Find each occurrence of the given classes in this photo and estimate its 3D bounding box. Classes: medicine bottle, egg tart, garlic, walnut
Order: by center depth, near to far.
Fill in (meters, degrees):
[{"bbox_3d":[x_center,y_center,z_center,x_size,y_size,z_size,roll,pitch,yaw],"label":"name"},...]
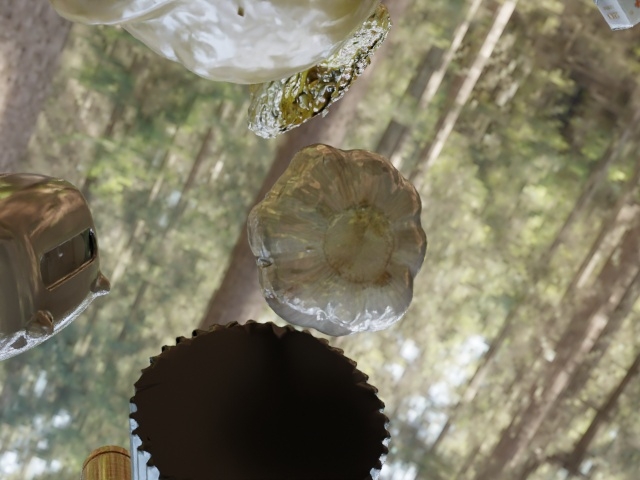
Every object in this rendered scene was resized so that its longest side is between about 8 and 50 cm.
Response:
[{"bbox_3d":[-0.090,-0.311,1.073,0.381,0.381,0.381,22,-157,-10],"label":"walnut"},{"bbox_3d":[0.000,0.000,1.476,0.219,0.218,0.212,15,171,-25],"label":"garlic"},{"bbox_3d":[-0.016,-0.236,1.687,0.098,0.232,0.252,52,172,14],"label":"egg tart"},{"bbox_3d":[-0.317,0.387,1.983,0.096,0.096,0.192,21,-174,-13],"label":"medicine bottle"}]

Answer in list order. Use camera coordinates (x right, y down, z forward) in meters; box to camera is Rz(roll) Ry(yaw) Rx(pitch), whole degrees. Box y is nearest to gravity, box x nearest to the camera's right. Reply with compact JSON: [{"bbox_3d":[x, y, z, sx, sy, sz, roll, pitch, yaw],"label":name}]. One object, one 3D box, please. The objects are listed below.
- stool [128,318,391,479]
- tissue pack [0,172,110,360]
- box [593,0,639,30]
[{"bbox_3d":[-0.089,0.313,1.560,0.297,0.330,0.297,6,-139,-5],"label":"stool"},{"bbox_3d":[-0.502,0.036,2.025,0.277,0.267,0.387,-1,-168,11],"label":"tissue pack"},{"bbox_3d":[0.346,-0.378,1.502,0.233,0.149,0.067,56,176,-11],"label":"box"}]
